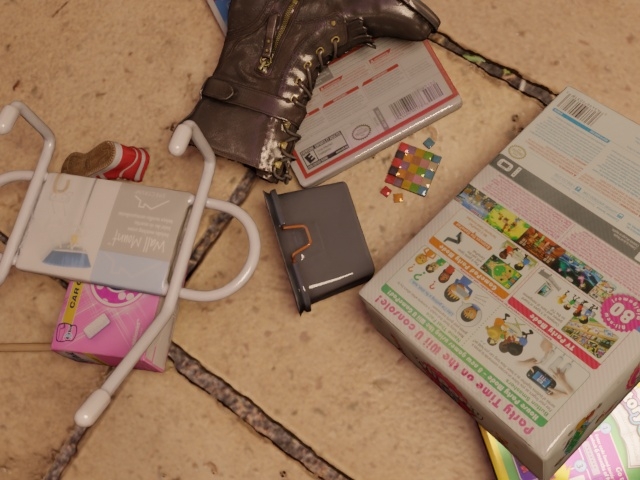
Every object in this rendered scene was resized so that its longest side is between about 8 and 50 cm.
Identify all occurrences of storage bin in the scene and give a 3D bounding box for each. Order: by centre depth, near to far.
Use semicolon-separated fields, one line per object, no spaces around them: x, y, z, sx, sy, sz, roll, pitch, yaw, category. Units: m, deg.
0.000;0.000;0.797;0.091;0.098;0.135;-18;77;-4;storage bin

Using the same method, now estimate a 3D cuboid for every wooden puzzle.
0.103;-0.079;0.831;0.049;0.006;0.083;22;85;13;wooden puzzle

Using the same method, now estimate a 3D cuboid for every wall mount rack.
-0.250;0.018;0.733;0.349;0.130;0.304;8;71;14;wall mount rack

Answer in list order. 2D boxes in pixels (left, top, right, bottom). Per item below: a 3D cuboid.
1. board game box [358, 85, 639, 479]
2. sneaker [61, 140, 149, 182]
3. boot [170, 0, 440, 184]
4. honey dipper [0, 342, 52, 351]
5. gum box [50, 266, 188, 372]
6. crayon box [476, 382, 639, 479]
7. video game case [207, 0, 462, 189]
0.222;0.030;0.695;0.303;0.097;0.224;-42;58;-10;board game box
-0.254;-0.087;0.885;0.118;0.067;0.042;-11;79;39;sneaker
-0.018;-0.172;0.814;0.262;0.091;0.229;14;88;16;boot
-0.317;0.122;0.858;0.160;0.030;0.031;-1;80;9;honey dipper
-0.212;0.042;0.822;0.107;0.062;0.189;5;68;11;gum box
0.266;0.262;0.703;0.165;0.081;0.279;-19;77;6;crayon box
0.008;-0.227;0.866;0.204;0.025;0.285;-28;77;5;video game case
